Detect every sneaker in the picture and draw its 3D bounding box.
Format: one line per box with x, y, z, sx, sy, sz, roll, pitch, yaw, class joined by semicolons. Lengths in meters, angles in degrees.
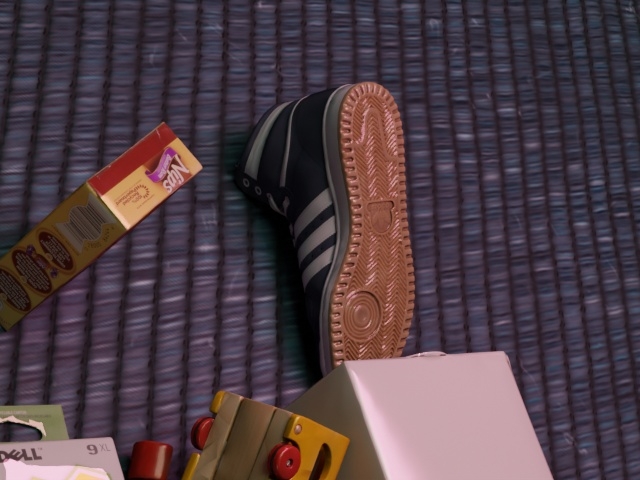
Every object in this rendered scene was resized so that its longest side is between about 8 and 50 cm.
0.000;0.000;1.624;0.099;0.153;0.282;0;90;-42;sneaker

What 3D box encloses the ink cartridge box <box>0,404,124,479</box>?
-0.202;0.205;1.318;0.109;0.062;0.209;1;59;-38;ink cartridge box

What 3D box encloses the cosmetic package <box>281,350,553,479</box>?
0.106;0.284;1.442;0.197;0.155;0.365;2;58;-39;cosmetic package

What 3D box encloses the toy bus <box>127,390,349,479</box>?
-0.054;0.221;1.372;0.104;0.202;0.191;31;32;-47;toy bus

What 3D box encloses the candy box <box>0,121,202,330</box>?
-0.187;-0.009;1.396;0.053;0.187;0.109;49;41;-3;candy box
